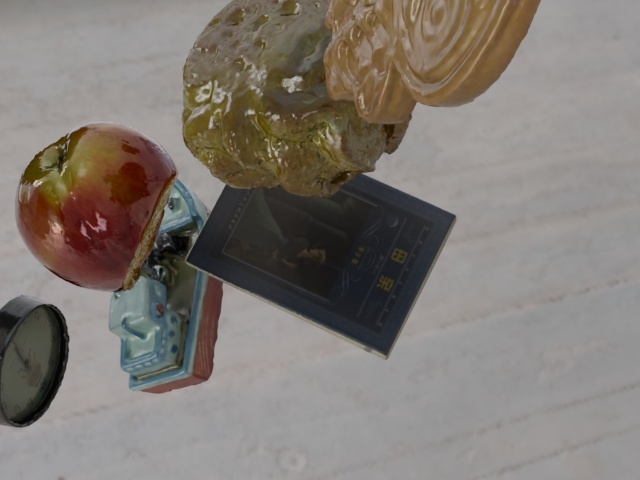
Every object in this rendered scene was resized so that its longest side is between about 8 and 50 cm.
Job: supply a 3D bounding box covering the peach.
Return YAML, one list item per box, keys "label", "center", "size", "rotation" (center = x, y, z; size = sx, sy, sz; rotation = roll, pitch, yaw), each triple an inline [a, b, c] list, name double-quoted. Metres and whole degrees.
- label: "peach"
  center: [-0.233, -0.030, 1.501]
  size: [0.192, 0.190, 0.190]
  rotation: [44, 21, -34]

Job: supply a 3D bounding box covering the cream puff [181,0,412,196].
- label: "cream puff"
  center: [-0.017, -0.147, 1.296]
  size: [0.244, 0.196, 0.244]
  rotation: [-2, 63, 4]

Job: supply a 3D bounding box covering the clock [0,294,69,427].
- label: "clock"
  center: [-0.407, 0.168, 1.890]
  size: [0.040, 0.184, 0.184]
  rotation: [10, 35, 19]

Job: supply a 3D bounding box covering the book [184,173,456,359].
- label: "book"
  center: [0.000, 0.000, 1.622]
  size: [0.269, 0.025, 0.191]
  rotation: [25, 79, 12]

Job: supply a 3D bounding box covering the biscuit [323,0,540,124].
- label: "biscuit"
  center: [0.068, -0.179, 0.922]
  size: [0.044, 0.289, 0.202]
  rotation: [7, 79, -26]

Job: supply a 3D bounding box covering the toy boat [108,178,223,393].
- label: "toy boat"
  center: [-0.227, 0.047, 1.970]
  size: [0.133, 0.145, 0.332]
  rotation: [32, 50, -43]
